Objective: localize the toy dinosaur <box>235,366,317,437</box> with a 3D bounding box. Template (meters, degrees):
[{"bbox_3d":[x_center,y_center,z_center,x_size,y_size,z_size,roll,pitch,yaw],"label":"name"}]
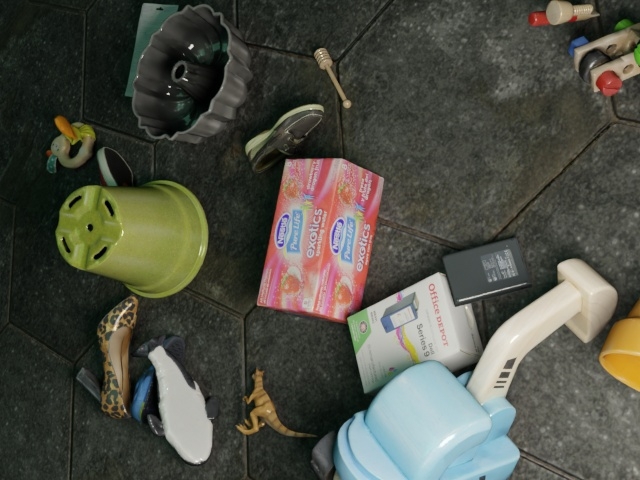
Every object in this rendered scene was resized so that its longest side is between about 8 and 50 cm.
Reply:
[{"bbox_3d":[-0.108,0.343,1.964,0.112,0.064,0.211,-49,52,16],"label":"toy dinosaur"}]

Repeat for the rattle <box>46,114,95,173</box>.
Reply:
[{"bbox_3d":[-0.699,-0.248,2.602,0.199,0.143,0.130,-8,90,32],"label":"rattle"}]

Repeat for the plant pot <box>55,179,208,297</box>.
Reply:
[{"bbox_3d":[-0.431,-0.015,2.182,0.276,0.254,0.276,-3,83,27],"label":"plant pot"}]

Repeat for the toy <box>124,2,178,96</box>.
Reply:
[{"bbox_3d":[-0.408,-0.466,2.475,0.137,0.056,0.237,14,91,38],"label":"toy"}]

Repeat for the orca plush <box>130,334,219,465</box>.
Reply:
[{"bbox_3d":[-0.316,0.353,2.106,0.287,0.151,0.102,50,152,12],"label":"orca plush"}]

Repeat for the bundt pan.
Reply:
[{"bbox_3d":[-0.283,-0.370,2.293,0.331,0.124,0.331,-14,67,37],"label":"bundt pan"}]

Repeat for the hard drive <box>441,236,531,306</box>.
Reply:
[{"bbox_3d":[0.284,0.053,1.706,0.135,0.022,0.094,-14,64,3],"label":"hard drive"}]

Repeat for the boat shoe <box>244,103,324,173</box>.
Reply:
[{"bbox_3d":[-0.071,-0.212,2.101,0.223,0.080,0.073,-29,65,37],"label":"boat shoe"}]

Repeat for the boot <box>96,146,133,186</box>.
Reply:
[{"bbox_3d":[-0.537,-0.098,2.452,0.176,0.088,0.244,-40,58,26],"label":"boot"}]

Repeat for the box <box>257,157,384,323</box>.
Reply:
[{"bbox_3d":[0.000,0.000,1.926,0.154,0.142,0.300,4,80,42],"label":"box"}]

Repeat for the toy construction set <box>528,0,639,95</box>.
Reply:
[{"bbox_3d":[0.524,-0.372,1.602,0.309,0.237,0.257,33,129,58],"label":"toy construction set"}]

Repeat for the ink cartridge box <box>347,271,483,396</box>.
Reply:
[{"bbox_3d":[0.167,0.172,1.765,0.212,0.093,0.154,-28,60,29],"label":"ink cartridge box"}]

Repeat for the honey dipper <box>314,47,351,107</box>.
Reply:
[{"bbox_3d":[0.028,-0.340,2.084,0.030,0.030,0.161,-40,56,24],"label":"honey dipper"}]

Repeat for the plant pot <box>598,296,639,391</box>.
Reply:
[{"bbox_3d":[0.530,0.123,1.419,0.205,0.205,0.188,13,70,42],"label":"plant pot"}]

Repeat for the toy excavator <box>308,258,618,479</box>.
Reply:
[{"bbox_3d":[0.240,0.255,1.567,0.222,0.433,0.445,50,137,38],"label":"toy excavator"}]

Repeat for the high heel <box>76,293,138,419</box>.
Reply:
[{"bbox_3d":[-0.440,0.269,2.261,0.186,0.093,0.261,35,101,33],"label":"high heel"}]

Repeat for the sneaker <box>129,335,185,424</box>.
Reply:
[{"bbox_3d":[-0.370,0.300,2.195,0.082,0.069,0.209,24,93,46],"label":"sneaker"}]
